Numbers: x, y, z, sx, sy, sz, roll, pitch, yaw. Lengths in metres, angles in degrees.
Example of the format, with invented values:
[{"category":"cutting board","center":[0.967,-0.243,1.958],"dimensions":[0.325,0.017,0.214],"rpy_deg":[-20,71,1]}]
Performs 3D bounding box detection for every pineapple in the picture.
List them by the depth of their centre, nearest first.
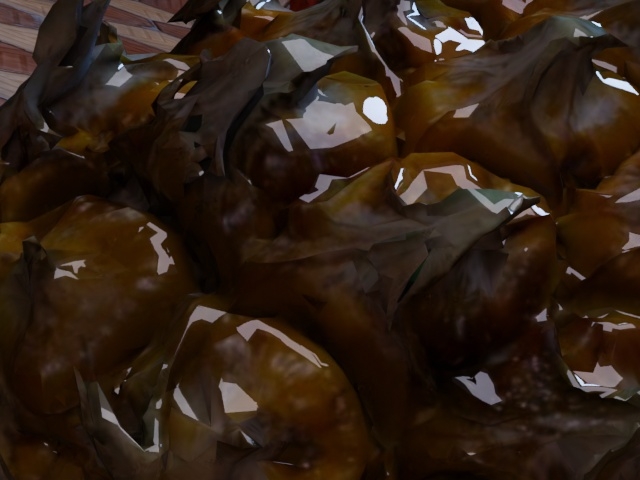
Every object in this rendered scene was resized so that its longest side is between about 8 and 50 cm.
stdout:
[{"category":"pineapple","center":[0.027,0.052,0.458],"dimensions":[0.300,0.352,0.352],"rpy_deg":[-8,22,-17]}]

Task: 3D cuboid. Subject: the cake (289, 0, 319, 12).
[{"category":"cake","center":[0.118,-0.073,1.280],"dimensions":[0.320,0.270,0.269],"rpy_deg":[8,16,-37]}]
